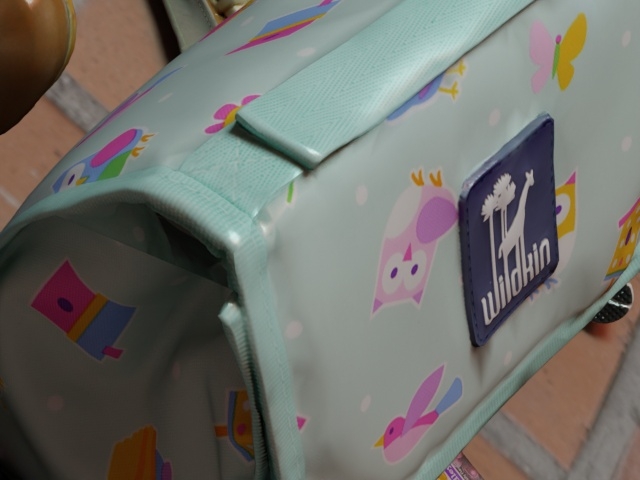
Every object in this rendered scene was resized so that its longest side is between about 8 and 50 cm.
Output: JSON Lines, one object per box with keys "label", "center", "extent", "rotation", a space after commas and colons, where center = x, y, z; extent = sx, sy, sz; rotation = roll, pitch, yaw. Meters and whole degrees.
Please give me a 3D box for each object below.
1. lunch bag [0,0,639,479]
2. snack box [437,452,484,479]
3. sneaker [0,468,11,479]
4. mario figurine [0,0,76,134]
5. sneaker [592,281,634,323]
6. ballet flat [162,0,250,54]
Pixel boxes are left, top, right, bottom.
{"label": "lunch bag", "center": [0.000, 0.000, 0.561], "extent": [0.160, 0.262, 0.223], "rotation": [47, 56, 5]}
{"label": "snack box", "center": [0.002, 0.086, 0.714], "extent": [0.141, 0.037, 0.100], "rotation": [51, 39, 8]}
{"label": "sneaker", "center": [-0.135, 0.075, 0.548], "extent": [0.235, 0.097, 0.084], "rotation": [48, 37, 4]}
{"label": "mario figurine", "center": [-0.219, -0.058, 0.483], "extent": [0.320, 0.198, 0.170], "rotation": [-29, 114, -44]}
{"label": "sneaker", "center": [0.120, -0.003, 0.913], "extent": [0.109, 0.040, 0.044], "rotation": [48, 21, -2]}
{"label": "ballet flat", "center": [-0.037, -0.111, 0.835], "extent": [0.072, 0.068, 0.213], "rotation": [-5, 60, -45]}
